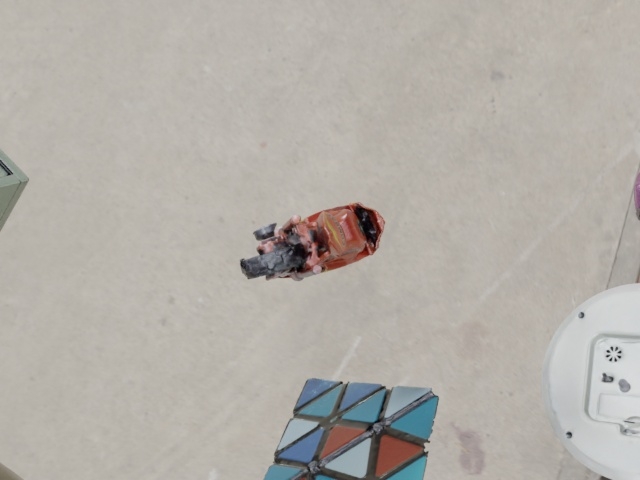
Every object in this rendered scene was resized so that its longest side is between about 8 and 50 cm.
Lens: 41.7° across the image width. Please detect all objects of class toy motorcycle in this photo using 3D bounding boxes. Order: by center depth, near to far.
[{"bbox_3d":[-0.001,0.002,1.204,0.171,0.298,0.089,-17,90,19],"label":"toy motorcycle"}]

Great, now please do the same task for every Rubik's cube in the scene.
[{"bbox_3d":[0.050,0.358,1.158,0.284,0.234,0.250,-10,25,48],"label":"Rubik's cube"}]

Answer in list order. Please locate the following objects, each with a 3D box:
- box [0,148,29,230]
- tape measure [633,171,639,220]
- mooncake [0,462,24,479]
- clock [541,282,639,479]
[{"bbox_3d":[-0.436,-0.069,0.748,0.225,0.225,0.117,45,119,10],"label":"box"},{"bbox_3d":[0.572,-0.066,1.414,0.074,0.125,0.118,-5,107,43],"label":"tape measure"},{"bbox_3d":[-0.389,0.344,0.692,0.201,0.378,0.378,36,88,23],"label":"mooncake"},{"bbox_3d":[0.372,0.166,0.961,0.230,0.083,0.230,-14,65,34],"label":"clock"}]
